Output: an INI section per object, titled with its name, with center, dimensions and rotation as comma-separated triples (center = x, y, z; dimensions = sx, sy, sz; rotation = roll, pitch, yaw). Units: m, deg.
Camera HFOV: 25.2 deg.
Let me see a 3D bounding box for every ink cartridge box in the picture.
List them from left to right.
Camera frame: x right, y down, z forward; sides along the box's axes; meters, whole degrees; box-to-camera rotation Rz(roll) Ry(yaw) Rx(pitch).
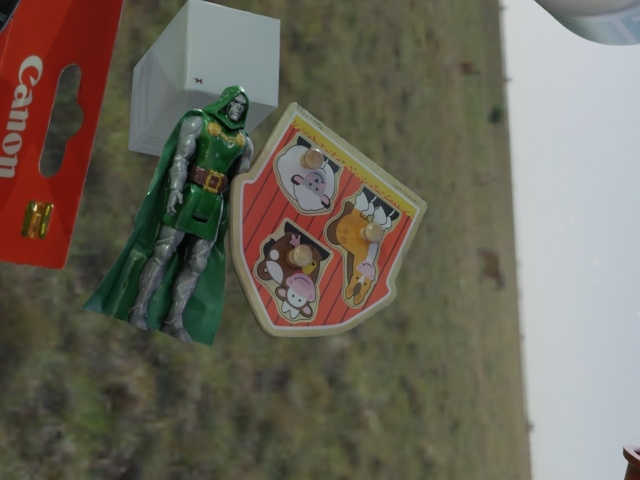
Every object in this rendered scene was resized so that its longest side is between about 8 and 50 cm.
[ink cartridge box]
center = -0.407, -0.145, 1.442
dimensions = 0.091, 0.385, 0.308
rotation = 30, 69, -65

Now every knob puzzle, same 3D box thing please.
[knob puzzle]
center = 0.000, 0.000, 1.271
dimensions = 0.030, 0.213, 0.213
rotation = -10, -100, 58

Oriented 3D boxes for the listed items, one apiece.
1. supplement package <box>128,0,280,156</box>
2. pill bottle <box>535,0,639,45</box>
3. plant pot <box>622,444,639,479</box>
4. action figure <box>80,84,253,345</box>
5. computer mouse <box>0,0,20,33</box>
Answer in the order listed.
[supplement package]
center = -0.125, -0.163, 1.515
dimensions = 0.179, 0.105, 0.105
rotation = 146, -50, -59
[pill bottle]
center = 0.221, -0.225, 1.072
dimensions = 0.264, 0.146, 0.146
rotation = -3, 90, -73
[plant pot]
center = 0.345, 0.351, 1.233
dimensions = 0.272, 0.272, 0.265
rotation = 11, 100, -82
[action figure]
center = -0.112, -0.029, 1.272
dimensions = 0.137, 0.063, 0.232
rotation = 19, 88, -37
[computer mouse]
center = -0.234, -0.222, 1.057
dimensions = 0.242, 0.071, 0.041
rotation = -41, -145, 42
